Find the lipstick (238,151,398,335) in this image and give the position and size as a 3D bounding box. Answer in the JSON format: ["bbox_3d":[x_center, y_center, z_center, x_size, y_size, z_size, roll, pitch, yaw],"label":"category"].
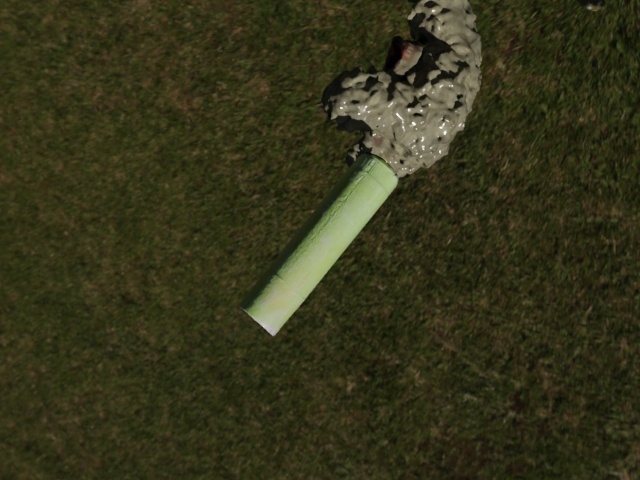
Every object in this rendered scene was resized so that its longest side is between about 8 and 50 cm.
[{"bbox_3d":[0.000,0.000,1.019,0.076,0.076,0.304,39,83,4],"label":"lipstick"}]

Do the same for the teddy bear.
[{"bbox_3d":[0.141,-0.230,1.258,0.224,0.357,0.367,38,157,1],"label":"teddy bear"}]

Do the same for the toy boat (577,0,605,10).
[{"bbox_3d":[0.472,-0.457,1.105,0.075,0.077,0.185,27,103,-29],"label":"toy boat"}]
